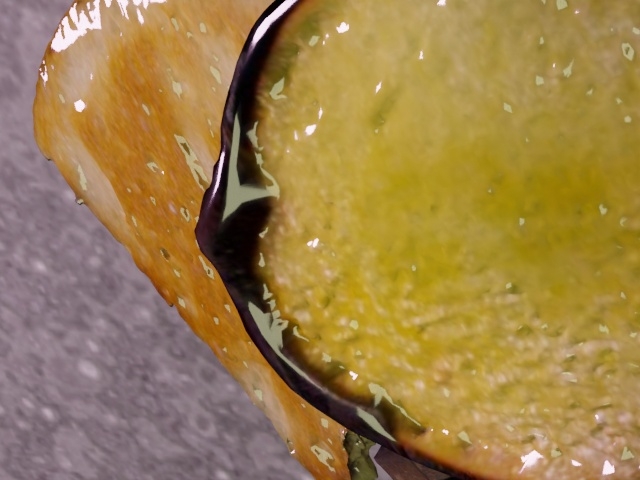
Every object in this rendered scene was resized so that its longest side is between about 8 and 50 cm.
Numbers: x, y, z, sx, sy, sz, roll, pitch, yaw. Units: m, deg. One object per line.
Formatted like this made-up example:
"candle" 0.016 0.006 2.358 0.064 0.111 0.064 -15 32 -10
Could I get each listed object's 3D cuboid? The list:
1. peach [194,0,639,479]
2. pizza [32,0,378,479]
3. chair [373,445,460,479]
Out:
"peach" 0.082 -0.019 0.503 0.279 0.068 0.189 -7 114 37
"pizza" 0.000 0.000 0.637 0.181 0.034 0.262 -31 95 41
"chair" 0.177 0.254 0.611 0.416 0.240 0.203 43 135 -7
